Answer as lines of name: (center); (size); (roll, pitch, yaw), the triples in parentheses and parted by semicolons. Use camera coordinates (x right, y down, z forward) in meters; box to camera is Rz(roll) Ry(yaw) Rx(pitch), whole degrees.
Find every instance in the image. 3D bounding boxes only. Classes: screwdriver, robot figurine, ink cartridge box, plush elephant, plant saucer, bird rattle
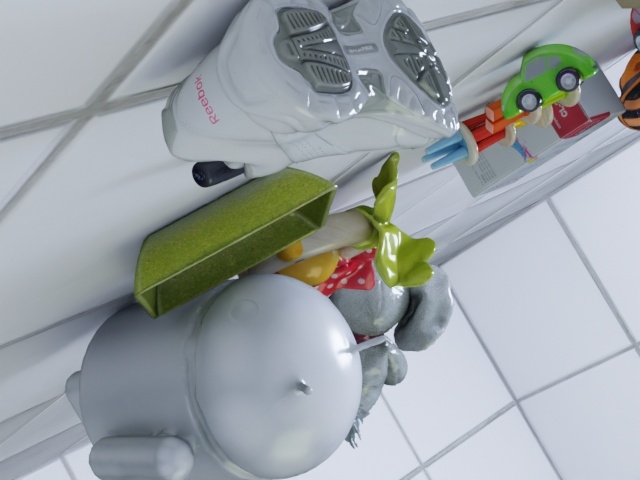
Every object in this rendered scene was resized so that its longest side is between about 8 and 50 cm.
screwdriver: (-0.031, -0.075, 0.851); (0.025, 0.024, 0.170); (3, -157, 39)
robot figurine: (-0.102, 0.145, 1.176); (0.353, 0.200, 0.300); (-14, -157, 41)
ink cartridge box: (0.252, -0.130, 1.370); (0.175, 0.072, 0.127); (-34, 172, 34)
plush elephant: (0.038, 0.115, 1.703); (0.255, 0.271, 0.330); (-67, -159, 13)
plant saucer: (-0.082, -0.003, 1.026); (0.188, 0.045, 0.188); (-28, 173, -8)
bird rattle: (0.000, 0.000, 1.277); (0.206, 0.143, 0.253); (-12, 178, -32)

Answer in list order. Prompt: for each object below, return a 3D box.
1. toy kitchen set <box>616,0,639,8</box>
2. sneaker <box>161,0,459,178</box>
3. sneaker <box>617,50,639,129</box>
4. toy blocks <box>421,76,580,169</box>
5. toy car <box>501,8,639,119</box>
toy kitchen set: (0.272, -0.233, 0.924); (0.083, 0.075, 0.068); (11, -110, 47)
sneaker: (-0.006, -0.083, 0.663); (0.115, 0.090, 0.232); (-26, 167, 31)
sneaker: (0.481, -0.245, 1.411); (0.321, 0.125, 0.180); (-34, -171, -9)
toy blocks: (0.182, -0.124, 1.209); (0.148, 0.054, 0.123); (-27, 174, -17)
toy car: (0.260, -0.182, 1.069); (0.225, 0.053, 0.239); (-27, -178, 21)
